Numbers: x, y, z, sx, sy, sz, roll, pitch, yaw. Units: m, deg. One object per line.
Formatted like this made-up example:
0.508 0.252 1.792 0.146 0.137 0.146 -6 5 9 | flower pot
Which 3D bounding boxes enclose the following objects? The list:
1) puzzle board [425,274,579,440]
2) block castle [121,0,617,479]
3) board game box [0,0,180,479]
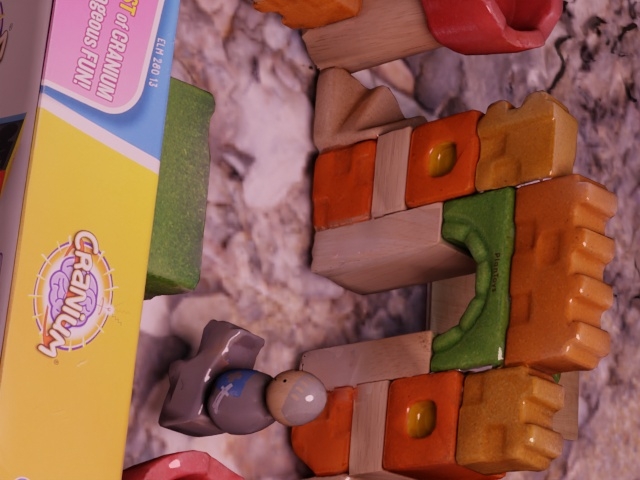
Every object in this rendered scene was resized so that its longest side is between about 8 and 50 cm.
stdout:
0.118 0.075 1.223 0.128 0.011 0.096 14 72 -32 | puzzle board
0.000 0.000 0.994 0.303 0.213 0.453 23 64 -43 | block castle
-0.167 0.017 0.889 0.064 0.242 0.316 17 69 -33 | board game box
